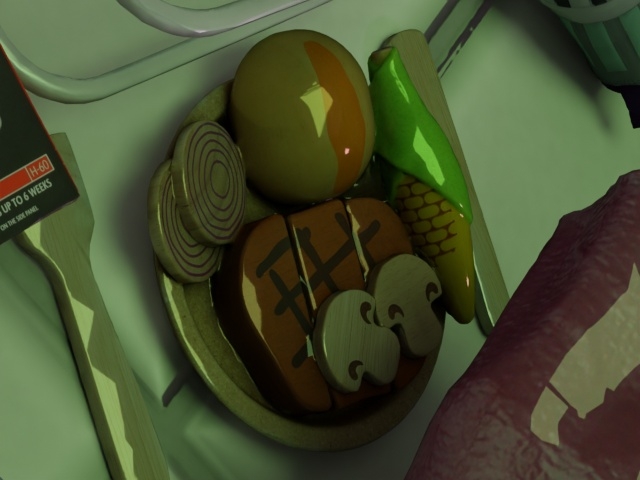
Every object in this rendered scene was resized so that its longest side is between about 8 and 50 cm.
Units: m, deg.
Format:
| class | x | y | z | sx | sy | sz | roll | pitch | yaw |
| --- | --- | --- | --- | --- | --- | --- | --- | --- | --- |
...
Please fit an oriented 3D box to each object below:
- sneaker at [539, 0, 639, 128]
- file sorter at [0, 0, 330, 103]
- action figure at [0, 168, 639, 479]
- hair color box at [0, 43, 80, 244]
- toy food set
| class | x | y | z | sx | sy | sz | roll | pitch | yaw |
| --- | --- | --- | --- | --- | --- | --- | --- | --- | --- |
| sneaker | 0.139 | -0.154 | 0.726 | 0.224 | 0.083 | 0.098 | -63 | 141 | -29 |
| file sorter | 0.019 | -0.168 | 0.455 | 0.193 | 0.277 | 0.173 | -29 | 96 | -43 |
| action figure | 0.022 | 0.148 | 0.486 | 0.370 | 0.276 | 0.248 | -36 | 71 | -25 |
| hair color box | -0.128 | -0.054 | 0.455 | 0.072 | 0.043 | 0.141 | -37 | 103 | -41 |
| toy food set | 0.000 | 0.000 | 0.562 | 0.192 | 0.038 | 0.132 | -22 | 94 | -44 |
